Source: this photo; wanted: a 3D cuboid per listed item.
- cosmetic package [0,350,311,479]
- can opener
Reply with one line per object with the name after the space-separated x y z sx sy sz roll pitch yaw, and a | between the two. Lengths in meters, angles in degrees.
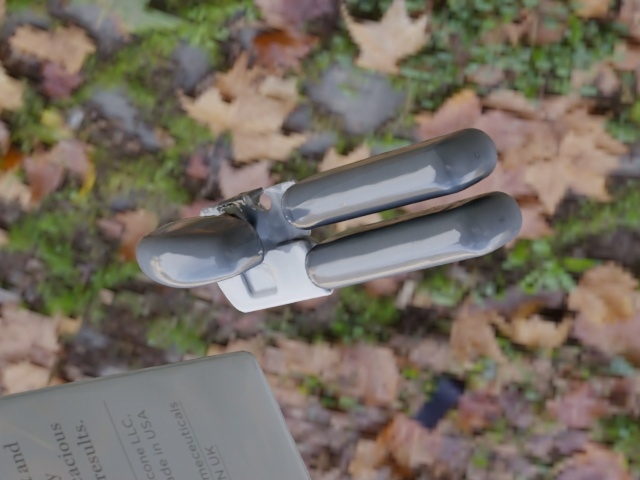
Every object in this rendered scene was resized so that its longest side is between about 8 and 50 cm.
-0.228 0.198 0.763 0.453 0.161 0.230 -8 153 -38 | cosmetic package
0.000 0.000 1.034 0.280 0.093 0.074 -15 101 50 | can opener
